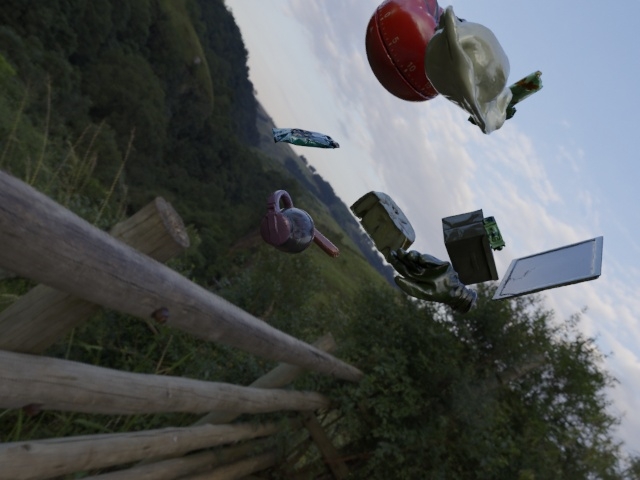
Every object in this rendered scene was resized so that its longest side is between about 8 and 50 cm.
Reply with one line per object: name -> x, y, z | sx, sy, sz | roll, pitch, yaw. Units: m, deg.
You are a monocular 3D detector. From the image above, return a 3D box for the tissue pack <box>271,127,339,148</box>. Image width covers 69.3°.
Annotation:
tissue pack -> -0.032, -0.219, 0.981 | 0.085, 0.137, 0.028 | -107, -153, -59

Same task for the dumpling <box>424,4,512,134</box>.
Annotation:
dumpling -> 0.346, -0.383, 1.106 | 0.318, 0.187, 0.243 | 25, 61, -43

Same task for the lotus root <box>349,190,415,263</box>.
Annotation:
lotus root -> 0.213, -0.051, 1.514 | 0.235, 0.119, 0.138 | 54, 30, 9

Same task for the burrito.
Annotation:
burrito -> 0.674, -0.492, 1.671 | 0.104, 0.287, 0.054 | 53, 33, -11

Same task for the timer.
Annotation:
timer -> 0.329, -0.679, 1.636 | 0.377, 0.279, 0.379 | 21, 57, -37

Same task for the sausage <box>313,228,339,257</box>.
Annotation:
sausage -> 0.000, 0.000, 1.294 | 0.147, 0.035, 0.030 | 40, -30, 38

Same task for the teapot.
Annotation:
teapot -> -0.081, -0.040, 1.121 | 0.115, 0.149, 0.146 | 19, 5, 18

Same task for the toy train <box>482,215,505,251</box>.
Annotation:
toy train -> 0.398, -0.014, 1.062 | 0.053, 0.033, 0.083 | 58, 21, -33

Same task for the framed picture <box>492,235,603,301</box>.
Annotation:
framed picture -> 0.514, 0.063, 1.035 | 0.273, 0.216, 0.016 | -29, 97, -53

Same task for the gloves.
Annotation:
gloves -> 0.291, 0.102, 1.229 | 0.268, 0.135, 0.107 | 35, -6, -13

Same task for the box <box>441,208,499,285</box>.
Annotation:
box -> 0.546, 0.033, 1.684 | 0.156, 0.148, 0.231 | -80, 148, -48
